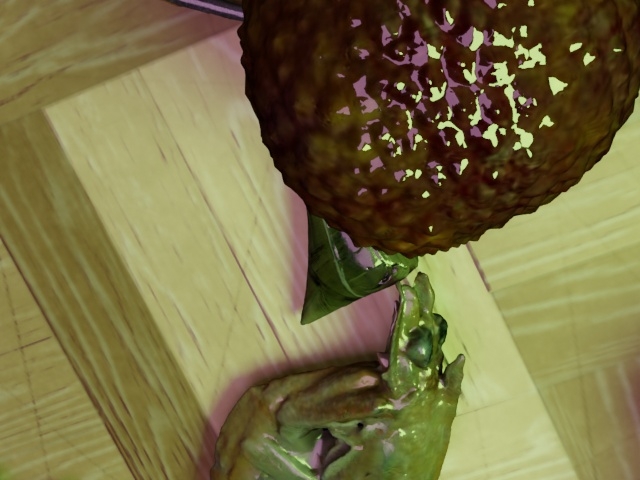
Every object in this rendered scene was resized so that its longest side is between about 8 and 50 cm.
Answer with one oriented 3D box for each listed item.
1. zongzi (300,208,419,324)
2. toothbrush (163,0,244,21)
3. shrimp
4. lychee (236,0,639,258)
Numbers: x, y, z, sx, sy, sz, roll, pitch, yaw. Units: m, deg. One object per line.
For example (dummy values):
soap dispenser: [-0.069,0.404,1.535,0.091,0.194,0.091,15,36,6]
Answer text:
zongzi: [0.000,0.000,1.323,0.113,0.052,0.104,-27,98,36]
toothbrush: [-0.119,-0.181,1.279,0.321,0.023,0.031,13,109,6]
shrimp: [0.010,0.143,1.368,0.168,0.077,0.317,21,120,6]
lychee: [0.073,-0.122,1.140,0.260,0.260,0.261,5,115,11]
